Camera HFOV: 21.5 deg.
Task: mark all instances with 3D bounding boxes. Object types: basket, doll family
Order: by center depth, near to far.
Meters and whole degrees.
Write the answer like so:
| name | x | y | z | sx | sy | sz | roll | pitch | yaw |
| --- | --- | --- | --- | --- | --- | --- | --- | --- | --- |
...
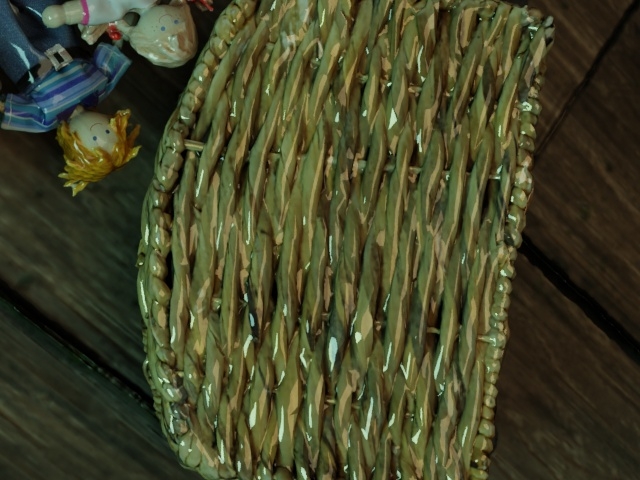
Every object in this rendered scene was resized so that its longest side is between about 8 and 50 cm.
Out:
| name | x | y | z | sx | sy | sz | roll | pitch | yaw |
| --- | --- | --- | --- | --- | --- | --- | --- | --- | --- |
| doll family | -0.180 | -0.095 | 0.920 | 0.263 | 0.118 | 0.163 | -30 | 87 | -24 |
| basket | 0.000 | 0.000 | 1.008 | 0.213 | 0.223 | 0.299 | 9 | 88 | -4 |
